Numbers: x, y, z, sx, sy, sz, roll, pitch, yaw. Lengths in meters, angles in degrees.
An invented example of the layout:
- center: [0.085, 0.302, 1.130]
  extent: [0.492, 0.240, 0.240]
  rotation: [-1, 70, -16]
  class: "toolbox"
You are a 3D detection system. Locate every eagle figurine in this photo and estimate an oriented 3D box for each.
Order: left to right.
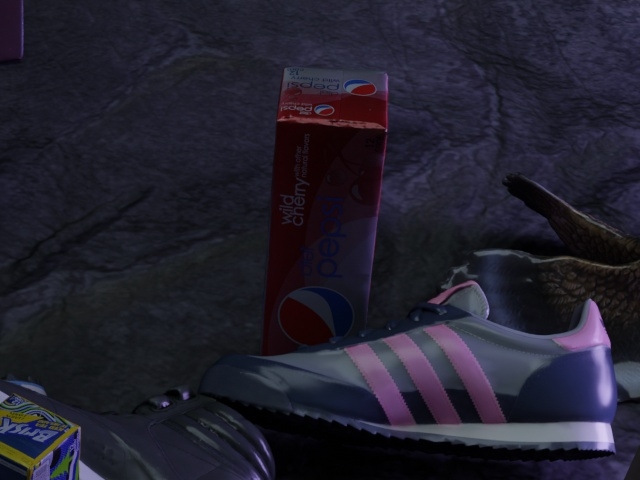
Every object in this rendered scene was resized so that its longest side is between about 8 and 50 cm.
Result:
- center: [0.279, 0.029, 1.493]
  extent: [0.298, 0.225, 0.226]
  rotation: [-11, -20, 29]
  class: "eagle figurine"

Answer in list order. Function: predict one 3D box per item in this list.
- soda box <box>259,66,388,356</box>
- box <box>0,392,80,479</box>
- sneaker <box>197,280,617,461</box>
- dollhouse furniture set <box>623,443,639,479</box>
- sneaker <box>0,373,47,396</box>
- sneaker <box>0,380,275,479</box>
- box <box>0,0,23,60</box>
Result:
- center: [0.000, 0.000, 1.378]
  extent: [0.083, 0.263, 0.092]
  rotation: [4, 34, 0]
  class: "soda box"
- center: [-0.196, 0.186, 1.158]
  extent: [0.059, 0.169, 0.054]
  rotation: [23, 36, 22]
  class: "box"
- center: [0.068, 0.093, 1.351]
  extent: [0.319, 0.112, 0.131]
  rotation: [7, 77, -8]
  class: "sneaker"
- center: [0.277, 0.302, 1.084]
  extent: [0.362, 0.256, 0.394]
  rotation: [5, 55, -1]
  class: "dollhouse furniture set"
- center: [-0.291, 0.162, 1.274]
  extent: [0.237, 0.085, 0.086]
  rotation: [-21, 72, -41]
  class: "sneaker"
- center: [-0.162, 0.147, 1.257]
  extent: [0.296, 0.104, 0.147]
  rotation: [28, 32, 0]
  class: "sneaker"
- center: [-0.509, -0.256, 1.793]
  extent: [0.381, 0.143, 0.191]
  rotation: [-12, 37, -22]
  class: "box"
